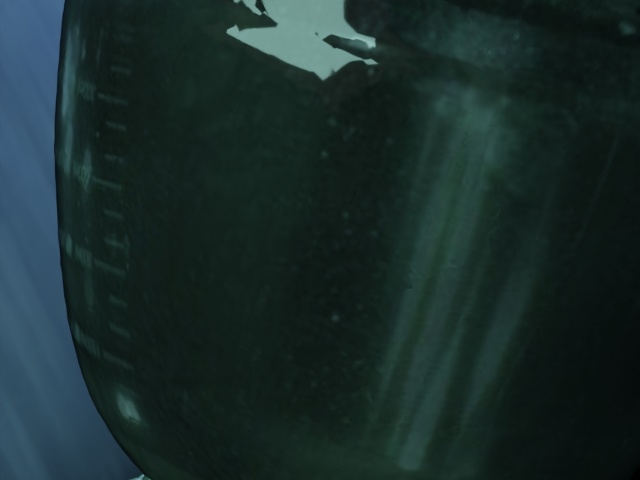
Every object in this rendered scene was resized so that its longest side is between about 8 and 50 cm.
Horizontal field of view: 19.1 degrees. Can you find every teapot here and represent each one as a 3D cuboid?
[{"bbox_3d":[-0.011,0.000,0.647,0.321,0.239,0.239,20,99,38],"label":"teapot"}]
